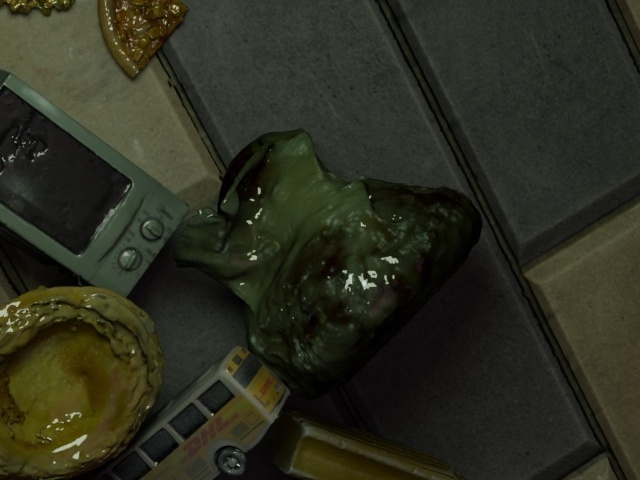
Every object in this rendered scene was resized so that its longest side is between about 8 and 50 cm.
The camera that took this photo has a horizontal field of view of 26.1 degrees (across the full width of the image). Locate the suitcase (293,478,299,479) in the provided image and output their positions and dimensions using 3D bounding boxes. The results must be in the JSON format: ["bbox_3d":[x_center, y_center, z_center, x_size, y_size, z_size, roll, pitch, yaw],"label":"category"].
[{"bbox_3d":[-0.004,0.389,2.024,0.086,0.126,0.059,39,83,-15],"label":"suitcase"}]

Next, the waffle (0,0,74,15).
[{"bbox_3d":[-0.397,-0.397,1.899,0.191,0.038,0.191,-1,94,-15],"label":"waffle"}]

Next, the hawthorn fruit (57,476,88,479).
[{"bbox_3d":[-0.342,0.528,1.786,0.402,0.403,0.403,-1,95,-15],"label":"hawthorn fruit"}]

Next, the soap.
[{"bbox_3d":[0.067,0.329,2.015,0.274,0.173,0.089,22,90,-16],"label":"soap"}]

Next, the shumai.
[{"bbox_3d":[0.000,0.000,1.913,0.395,0.395,0.348,-43,80,-8],"label":"shumai"}]

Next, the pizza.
[{"bbox_3d":[-0.249,-0.316,1.945,0.130,0.041,0.178,3,94,-17],"label":"pizza"}]

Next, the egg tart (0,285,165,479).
[{"bbox_3d":[-0.342,0.176,1.780,0.288,0.118,0.288,-8,110,-22],"label":"egg tart"}]

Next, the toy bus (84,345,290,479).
[{"bbox_3d":[-0.188,0.289,1.895,0.138,0.097,0.342,45,118,-9],"label":"toy bus"}]

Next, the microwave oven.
[{"bbox_3d":[-0.361,-0.071,1.827,0.295,0.237,0.181,37,84,-25],"label":"microwave oven"}]
